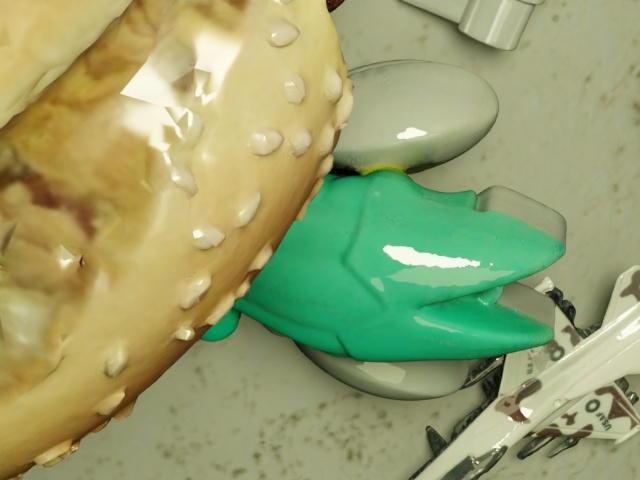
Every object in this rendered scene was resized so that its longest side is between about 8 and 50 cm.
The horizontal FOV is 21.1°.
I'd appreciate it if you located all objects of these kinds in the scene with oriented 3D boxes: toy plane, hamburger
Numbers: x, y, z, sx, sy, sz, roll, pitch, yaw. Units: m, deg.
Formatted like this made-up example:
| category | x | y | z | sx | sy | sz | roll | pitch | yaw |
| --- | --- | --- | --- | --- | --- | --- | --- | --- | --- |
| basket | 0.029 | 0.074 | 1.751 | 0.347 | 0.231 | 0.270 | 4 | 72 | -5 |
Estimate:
| category | x | y | z | sx | sy | sz | roll | pitch | yaw |
| --- | --- | --- | --- | --- | --- | --- | --- | --- | --- |
| toy plane | 0.130 | 0.093 | 1.056 | 0.234 | 0.082 | 0.160 | -29 | 131 | 15 |
| hamburger | -0.207 | -0.014 | 0.676 | 0.268 | 0.445 | 0.287 | 49 | 62 | -34 |

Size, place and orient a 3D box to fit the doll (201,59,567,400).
| category | x | y | z | sx | sy | sz | roll | pitch | yaw |
| --- | --- | --- | --- | --- | --- | --- | --- | --- | --- |
| doll | 0.008 | -0.016 | 0.937 | 0.258 | 0.153 | 0.195 | 29 | 123 | -9 |

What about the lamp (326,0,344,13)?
| category | x | y | z | sx | sy | sz | roll | pitch | yaw |
| --- | --- | --- | --- | --- | --- | --- | --- | --- | --- |
| lamp | -0.070 | -0.181 | 0.808 | 0.258 | 0.180 | 0.180 | -9 | 117 | -12 |

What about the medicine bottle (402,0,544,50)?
| category | x | y | z | sx | sy | sz | roll | pitch | yaw |
| --- | --- | --- | --- | --- | --- | --- | --- | --- | --- |
| medicine bottle | 0.117 | -0.213 | 0.914 | 0.092 | 0.061 | 0.220 | 23 | 108 | 1 |
